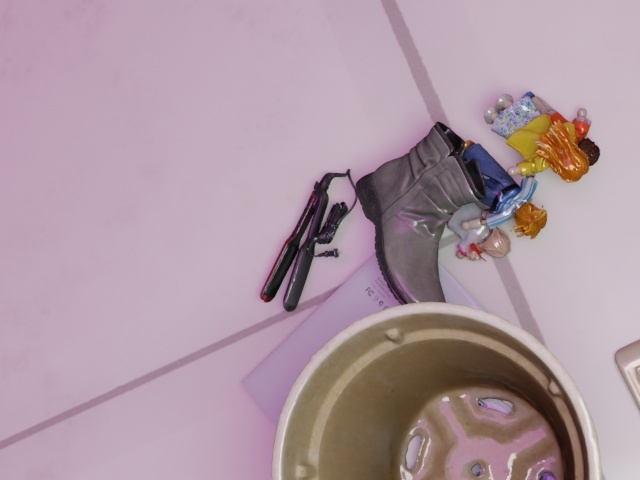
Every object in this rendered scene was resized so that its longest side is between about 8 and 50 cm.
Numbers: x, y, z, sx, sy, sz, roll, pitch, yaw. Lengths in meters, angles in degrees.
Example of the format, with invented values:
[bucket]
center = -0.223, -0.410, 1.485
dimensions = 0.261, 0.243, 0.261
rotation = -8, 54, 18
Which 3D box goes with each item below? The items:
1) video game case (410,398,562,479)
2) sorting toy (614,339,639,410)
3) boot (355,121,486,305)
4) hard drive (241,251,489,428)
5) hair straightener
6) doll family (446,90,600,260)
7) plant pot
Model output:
[video game case]
center = 0.212, 0.315, 1.266
dimensions = 0.183, 0.023, 0.201
rotation = 36, 89, 26
[sorting toy]
center = 0.483, 0.186, 1.186
dimensions = 0.193, 0.038, 0.208
rotation = -27, 67, 13
[boot]
center = 0.148, -0.025, 1.288
dimensions = 0.161, 0.083, 0.247
rotation = -34, 62, 29
[hard drive]
center = 0.070, 0.163, 1.355
dimensions = 0.318, 0.040, 0.210
rotation = -44, 64, 4
[hair straightener]
center = 0.000, 0.000, 1.435
dimensions = 0.089, 0.047, 0.230
rotation = 23, 80, 25
[doll family]
center = 0.256, -0.087, 1.309
dimensions = 0.263, 0.118, 0.163
rotation = -47, 61, 5
[plant pot]
center = 0.154, 0.260, 1.116
dimensions = 0.333, 0.305, 0.334
rotation = -5, 75, 18
